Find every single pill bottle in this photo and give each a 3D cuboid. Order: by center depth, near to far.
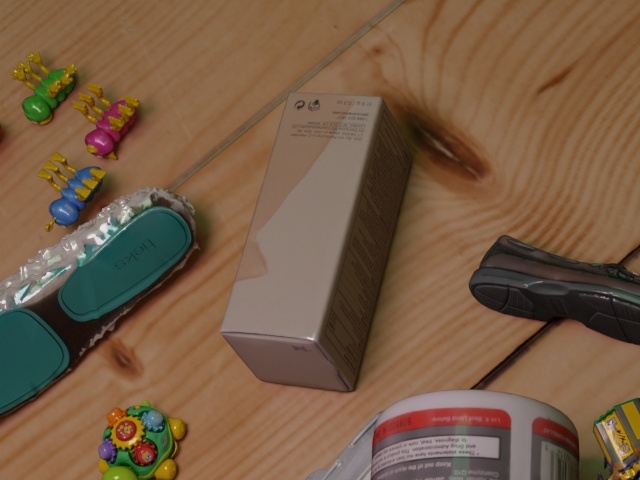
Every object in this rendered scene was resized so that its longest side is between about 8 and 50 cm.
[{"bbox_3d":[0.145,0.346,1.709,0.210,0.210,0.363,-3,64,17],"label":"pill bottle"}]

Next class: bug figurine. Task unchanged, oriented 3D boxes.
[{"bbox_3d":[-0.343,-0.124,2.218,0.279,0.072,0.216,25,66,33],"label":"bug figurine"}]

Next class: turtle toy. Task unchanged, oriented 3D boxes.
[{"bbox_3d":[-0.212,0.239,1.976,0.095,0.066,0.130,1,63,19],"label":"turtle toy"}]

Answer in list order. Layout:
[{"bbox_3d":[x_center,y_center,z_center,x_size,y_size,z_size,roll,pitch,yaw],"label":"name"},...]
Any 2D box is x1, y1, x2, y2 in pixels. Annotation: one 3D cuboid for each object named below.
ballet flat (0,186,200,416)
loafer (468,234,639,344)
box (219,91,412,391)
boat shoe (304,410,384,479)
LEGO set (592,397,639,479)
[{"bbox_3d":[-0.321,0.076,2.087,0.409,0.147,0.147,-36,57,-6],"label":"ballet flat"},{"bbox_3d":[0.294,0.046,1.900,0.267,0.096,0.084,11,61,26],"label":"loafer"},{"bbox_3d":[0.000,0.000,1.992,0.121,0.148,0.311,5,63,22],"label":"box"},{"bbox_3d":[0.022,0.276,1.877,0.081,0.079,0.227,31,69,37],"label":"boat shoe"},{"bbox_3d":[0.379,0.267,1.636,0.255,0.331,0.192,-14,58,-13],"label":"LEGO set"}]
